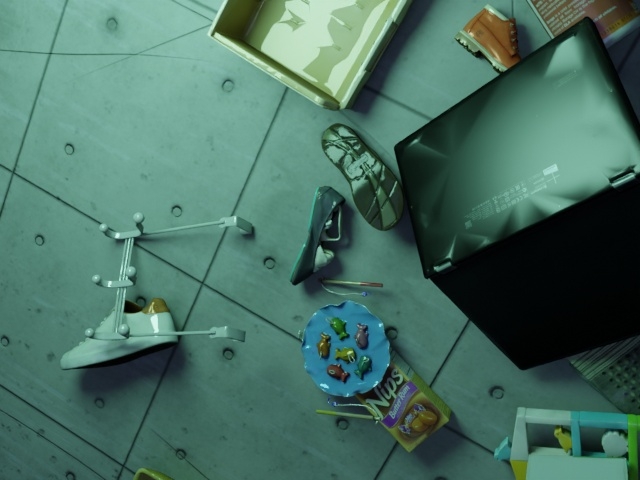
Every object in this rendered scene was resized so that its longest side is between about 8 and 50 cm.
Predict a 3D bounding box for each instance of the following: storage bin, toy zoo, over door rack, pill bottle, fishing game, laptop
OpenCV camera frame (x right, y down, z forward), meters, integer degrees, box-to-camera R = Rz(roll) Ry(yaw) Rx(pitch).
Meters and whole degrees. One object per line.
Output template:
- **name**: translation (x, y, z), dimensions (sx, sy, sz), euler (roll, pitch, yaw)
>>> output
- **storage bin**: translation (-0.007, -0.396, 1.067), dimensions (0.260, 0.123, 0.262), euler (34, 107, 8)
- **toy zoo**: translation (0.459, 0.390, 1.106), dimensions (0.293, 0.030, 0.192), euler (-3, 109, 23)
- **over door rack**: translation (-0.302, 0.070, 1.205), dimensions (0.324, 0.108, 0.240), euler (-3, 72, 17)
- **pill bottle**: translation (0.382, -0.384, 0.956), dimensions (0.121, 0.121, 0.216), euler (-33, 91, 19)
- **fishing game**: translation (0.039, 0.203, 1.179), dimensions (0.189, 0.041, 0.264), euler (4, 89, 28)
- **laptop**: translation (0.368, -0.045, 1.002), dimensions (0.382, 0.236, 0.408), euler (-31, 59, 38)

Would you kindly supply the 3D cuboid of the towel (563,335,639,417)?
- **towel**: translation (0.604, 0.171, 1.044), dimensions (0.312, 0.056, 0.324), euler (44, 107, 1)

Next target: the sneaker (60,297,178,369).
- **sneaker**: translation (-0.433, 0.197, 1.332), dimensions (0.290, 0.106, 0.123), euler (-19, 75, 18)

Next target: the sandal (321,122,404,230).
- **sandal**: translation (0.080, -0.117, 1.134), dimensions (0.090, 0.060, 0.219), euler (-41, 73, 14)

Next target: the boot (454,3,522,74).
- **boot**: translation (0.307, -0.317, 1.027), dimensions (0.158, 0.059, 0.085), euler (42, 104, 6)

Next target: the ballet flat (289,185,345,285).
- **ballet flat**: translation (0.000, 0.000, 1.171), dimensions (0.074, 0.074, 0.203), euler (20, 103, 12)

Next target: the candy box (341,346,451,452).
- **candy box**: translation (0.145, 0.297, 1.194), dimensions (0.187, 0.053, 0.109), euler (46, 110, 6)

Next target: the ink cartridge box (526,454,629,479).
- **ink cartridge box**: translation (0.453, 0.487, 1.075), dimensions (0.160, 0.092, 0.220), euler (-8, 107, 25)

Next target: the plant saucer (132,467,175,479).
- **plant saucer**: translation (-0.293, 0.690, 1.384), dimensions (0.332, 0.081, 0.333), euler (26, 106, 10)
